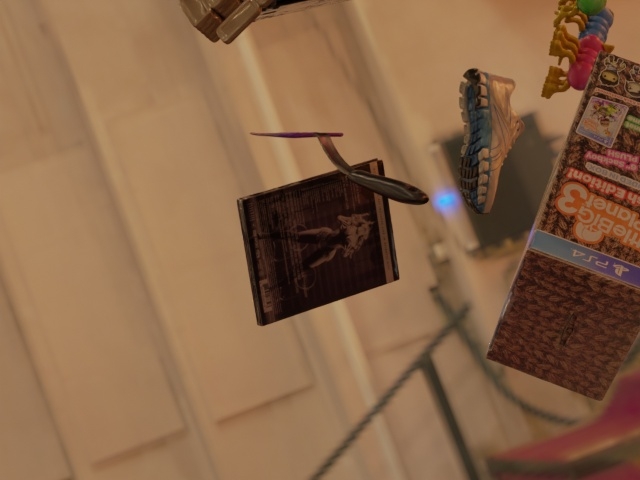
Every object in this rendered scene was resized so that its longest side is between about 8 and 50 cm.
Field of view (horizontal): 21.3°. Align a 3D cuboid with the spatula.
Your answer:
[{"bbox_3d":[0.029,-0.088,1.894,0.084,0.030,0.296,-4,23,-34],"label":"spatula"}]

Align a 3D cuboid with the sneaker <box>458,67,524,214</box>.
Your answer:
[{"bbox_3d":[0.229,-0.128,2.222,0.083,0.191,0.071,3,0,-25],"label":"sneaker"}]

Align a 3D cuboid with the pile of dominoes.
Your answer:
[{"bbox_3d":[-0.060,-0.342,1.956,0.251,0.196,0.040,-43,-45,10],"label":"pile of dominoes"}]

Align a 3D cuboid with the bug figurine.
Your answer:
[{"bbox_3d":[0.325,-0.290,2.004,0.072,0.216,0.279,15,-40,11],"label":"bug figurine"}]

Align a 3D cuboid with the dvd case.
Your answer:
[{"bbox_3d":[0.000,0.000,2.159,0.221,0.164,0.018,-17,16,-32],"label":"dvd case"}]

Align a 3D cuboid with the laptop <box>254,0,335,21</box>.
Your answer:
[{"bbox_3d":[0.007,-0.387,2.244,0.234,0.136,0.264,-15,4,-20],"label":"laptop"}]

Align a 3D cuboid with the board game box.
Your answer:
[{"bbox_3d":[0.309,-0.016,1.877,0.232,0.141,0.291,101,-169,-57],"label":"board game box"}]
